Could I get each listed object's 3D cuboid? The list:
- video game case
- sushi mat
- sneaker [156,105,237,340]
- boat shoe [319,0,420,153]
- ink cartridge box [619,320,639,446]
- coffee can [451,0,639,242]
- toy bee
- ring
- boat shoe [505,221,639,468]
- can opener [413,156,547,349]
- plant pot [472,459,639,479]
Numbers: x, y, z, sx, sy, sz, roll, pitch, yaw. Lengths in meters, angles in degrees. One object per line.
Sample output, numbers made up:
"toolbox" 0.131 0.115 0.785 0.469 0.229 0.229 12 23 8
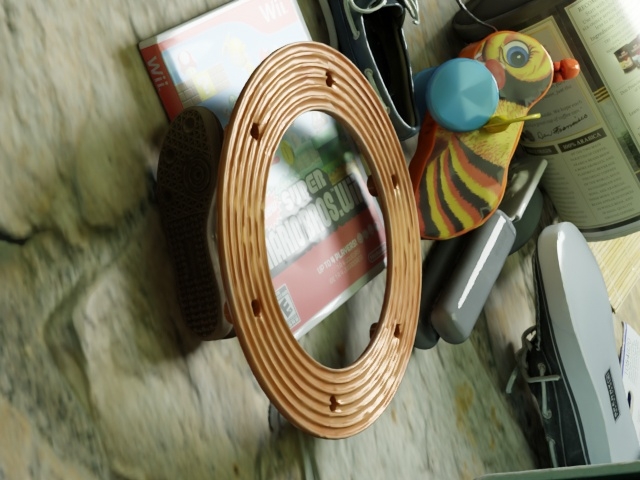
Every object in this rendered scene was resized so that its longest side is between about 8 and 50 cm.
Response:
"video game case" -0.037 -0.072 1.292 0.204 0.025 0.285 -36 107 -50
"sushi mat" 0.387 -0.045 1.821 0.316 0.019 0.151 -42 114 -48
"sneaker" -0.084 -0.015 1.186 0.071 0.066 0.188 -6 94 -52
"boat shoe" 0.047 -0.213 1.395 0.095 0.079 0.255 10 71 -49
"ink cartridge box" 0.380 0.240 1.703 0.224 0.045 0.223 40 51 -38
"coffee can" 0.294 -0.166 1.580 0.275 0.201 0.201 59 41 -16
"toy bee" 0.170 -0.140 1.416 0.162 0.195 0.298 8 110 -13
"ring" 0.000 0.000 1.236 0.336 0.032 0.337 18 69 -58
"boat shoe" 0.254 0.133 1.533 0.113 0.105 0.306 -41 118 -53
"can opener" 0.172 0.018 1.487 0.095 0.076 0.283 55 44 -25
"plant pot" 0.292 0.340 1.404 0.252 0.247 0.247 37 46 -74
